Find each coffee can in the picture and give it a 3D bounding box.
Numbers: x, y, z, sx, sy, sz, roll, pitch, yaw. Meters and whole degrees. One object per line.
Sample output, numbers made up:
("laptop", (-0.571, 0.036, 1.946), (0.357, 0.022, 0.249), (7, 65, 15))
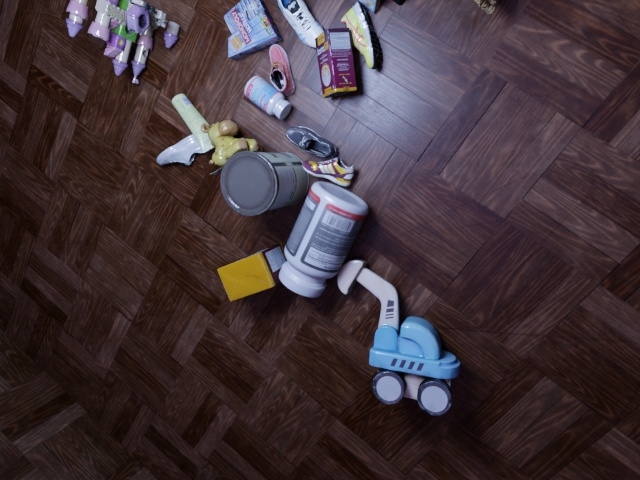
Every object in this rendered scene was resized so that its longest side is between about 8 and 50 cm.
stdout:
("coffee can", (-0.180, -0.201, 1.385), (0.201, 0.275, 0.202), (4, 102, 20))

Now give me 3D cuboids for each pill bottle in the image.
("pill bottle", (-0.183, -0.499, 1.426), (0.160, 0.087, 0.087), (39, 111, 9))
("pill bottle", (0.000, 0.000, 1.398), (0.210, 0.210, 0.363), (30, 110, 12))

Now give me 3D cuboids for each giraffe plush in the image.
("giraffe plush", (-0.337, -0.358, 1.476), (0.210, 0.181, 0.171), (-22, 81, 6))

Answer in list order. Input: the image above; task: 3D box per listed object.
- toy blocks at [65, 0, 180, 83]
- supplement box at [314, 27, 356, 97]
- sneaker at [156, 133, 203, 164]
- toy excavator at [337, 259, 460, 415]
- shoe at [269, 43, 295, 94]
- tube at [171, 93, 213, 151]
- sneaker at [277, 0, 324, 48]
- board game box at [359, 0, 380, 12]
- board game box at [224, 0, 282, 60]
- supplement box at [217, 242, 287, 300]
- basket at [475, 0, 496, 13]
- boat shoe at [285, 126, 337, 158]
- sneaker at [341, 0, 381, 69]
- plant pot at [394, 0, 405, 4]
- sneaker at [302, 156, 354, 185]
("toy blocks", (-0.703, -0.721, 1.465), (0.308, 0.288, 0.260), (25, 102, 11))
("supplement box", (0.049, -0.566, 1.302), (0.080, 0.104, 0.188), (-13, 102, -21))
("sneaker", (-0.554, -0.334, 1.607), (0.212, 0.080, 0.094), (-24, 104, 21))
("toy excavator", (0.261, 0.305, 1.393), (0.432, 0.222, 0.445), (6, 89, 19))
("shoe", (-0.143, -0.594, 1.395), (0.063, 0.081, 0.178), (-17, 95, 22))
("tube", (-0.478, -0.450, 1.557), (0.070, 0.062, 0.240), (-40, 86, 20))
("sneaker", (-0.069, -0.737, 1.338), (0.085, 0.086, 0.237), (-36, 89, 21))
("board game box", (0.124, -0.791, 1.247), (0.154, 0.103, 0.026), (44, 81, 6))
("board game box", (-0.261, -0.737, 1.421), (0.194, 0.060, 0.194), (-28, 91, 22))
("supplement box", (-0.237, 0.114, 1.514), (0.191, 0.194, 0.129), (-21, 94, 22))
("basket", (0.365, -0.780, 1.056), (0.223, 0.299, 0.213), (-62, 40, 20))
("boat shoe", (-0.038, -0.346, 1.417), (0.206, 0.065, 0.075), (28, 109, 13))
("sneaker", (0.128, -0.640, 1.297), (0.094, 0.081, 0.209), (-19, 88, 30))
("plant pot", (0.215, -0.844, 1.169), (0.187, 0.167, 0.188), (44, 111, 6))
("sneaker", (0.029, -0.258, 1.404), (0.185, 0.069, 0.084), (20, 123, 7))
